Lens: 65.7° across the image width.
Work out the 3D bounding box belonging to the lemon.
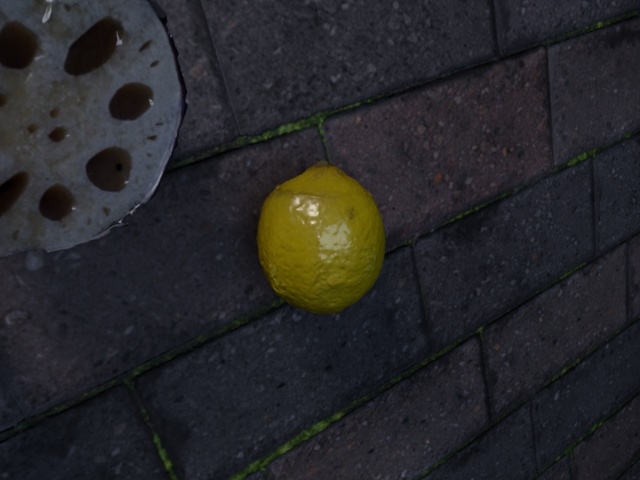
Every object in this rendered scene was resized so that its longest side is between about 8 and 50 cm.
[{"bbox_3d":[-0.001,0.002,0.673,0.180,0.181,0.193,-6,138,-29],"label":"lemon"}]

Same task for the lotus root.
[{"bbox_3d":[-0.280,-0.141,0.459,0.272,0.192,0.272,-42,153,-28],"label":"lotus root"}]
